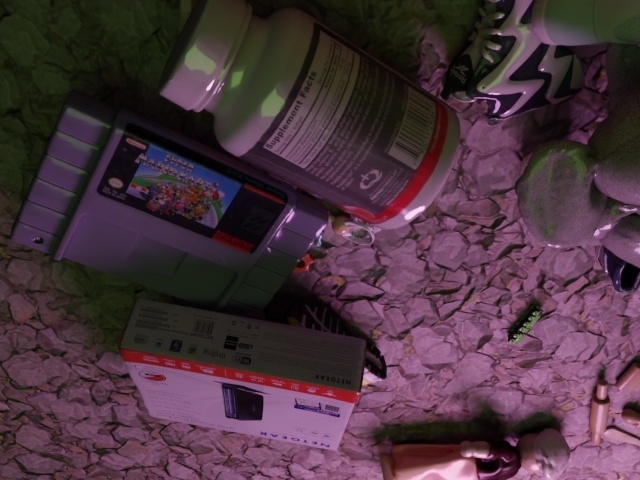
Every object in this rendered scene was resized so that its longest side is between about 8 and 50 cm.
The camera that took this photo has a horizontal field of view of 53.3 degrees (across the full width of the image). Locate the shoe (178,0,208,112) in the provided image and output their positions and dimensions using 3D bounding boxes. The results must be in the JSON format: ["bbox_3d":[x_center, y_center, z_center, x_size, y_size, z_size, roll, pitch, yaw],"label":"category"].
[{"bbox_3d":[-0.131,-0.260,0.765,0.076,0.058,0.219,-7,131,-20],"label":"shoe"}]

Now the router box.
[{"bbox_3d":[-0.114,0.221,0.994,0.335,0.082,0.301,10,147,2],"label":"router box"}]

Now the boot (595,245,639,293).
[{"bbox_3d":[0.434,-0.022,0.876,0.069,0.086,0.190,-2,124,4],"label":"boot"}]

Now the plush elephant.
[{"bbox_3d":[0.348,-0.088,0.679,0.271,0.330,0.255,-14,137,21],"label":"plush elephant"}]

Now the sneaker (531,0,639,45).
[{"bbox_3d":[0.336,-0.292,0.614,0.094,0.151,0.256,31,91,-39],"label":"sneaker"}]

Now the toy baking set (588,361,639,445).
[{"bbox_3d":[0.577,0.315,1.135,0.196,0.030,0.256,-3,124,5],"label":"toy baking set"}]

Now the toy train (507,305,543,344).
[{"bbox_3d":[0.333,0.138,1.033,0.023,0.017,0.083,16,124,-20],"label":"toy train"}]

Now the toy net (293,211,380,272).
[{"bbox_3d":[0.000,0.000,0.937,0.232,0.045,0.122,-9,123,8],"label":"toy net"}]

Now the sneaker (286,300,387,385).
[{"bbox_3d":[0.012,0.182,1.043,0.094,0.081,0.208,-34,115,31],"label":"sneaker"}]

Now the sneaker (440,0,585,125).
[{"bbox_3d":[0.194,-0.233,0.737,0.153,0.094,0.235,-31,128,12],"label":"sneaker"}]

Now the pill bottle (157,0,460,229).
[{"bbox_3d":[-0.012,-0.151,0.732,0.318,0.176,0.176,26,122,-23],"label":"pill bottle"}]

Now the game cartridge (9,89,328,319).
[{"bbox_3d":[-0.192,-0.026,0.838,0.355,0.068,0.230,23,126,-23],"label":"game cartridge"}]

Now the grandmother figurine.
[{"bbox_3d":[0.287,0.411,1.181,0.342,0.104,0.208,-11,151,7],"label":"grandmother figurine"}]
